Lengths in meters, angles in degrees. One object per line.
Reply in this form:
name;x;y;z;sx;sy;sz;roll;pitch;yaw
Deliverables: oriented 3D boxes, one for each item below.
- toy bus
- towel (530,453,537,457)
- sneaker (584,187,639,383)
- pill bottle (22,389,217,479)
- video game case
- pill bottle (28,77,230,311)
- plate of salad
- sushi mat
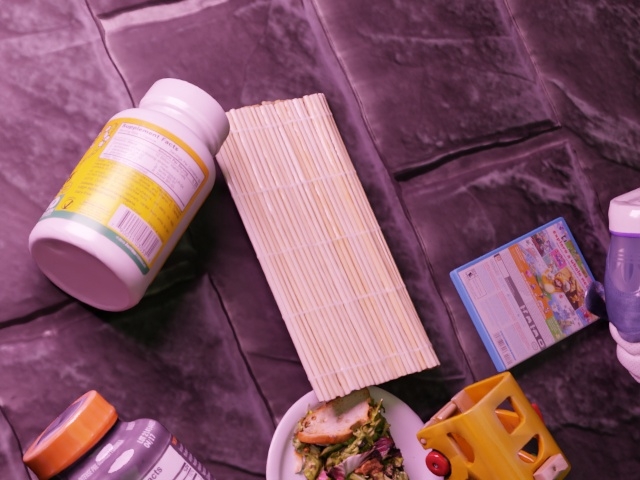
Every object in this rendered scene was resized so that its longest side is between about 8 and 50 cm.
toy bus;0.191;0.230;1.603;0.202;0.104;0.191;17;62;-31
towel;0.224;0.309;1.681;0.113;0.023;0.152;-33;89;-35
sneaker;0.423;0.052;1.834;0.323;0.130;0.236;-15;104;-49
pill bottle;-0.145;0.245;1.428;0.245;0.130;0.130;47;58;-8
video game case;0.227;0.057;1.766;0.166;0.015;0.119;-25;86;-33
pill bottle;-0.169;-0.047;1.517;0.117;0.117;0.208;38;60;-13
plate of salad;0.041;0.232;1.585;0.200;0.048;0.199;10;69;-27
sushi mat;0.000;0.000;1.637;0.151;0.019;0.316;-16;76;-31
